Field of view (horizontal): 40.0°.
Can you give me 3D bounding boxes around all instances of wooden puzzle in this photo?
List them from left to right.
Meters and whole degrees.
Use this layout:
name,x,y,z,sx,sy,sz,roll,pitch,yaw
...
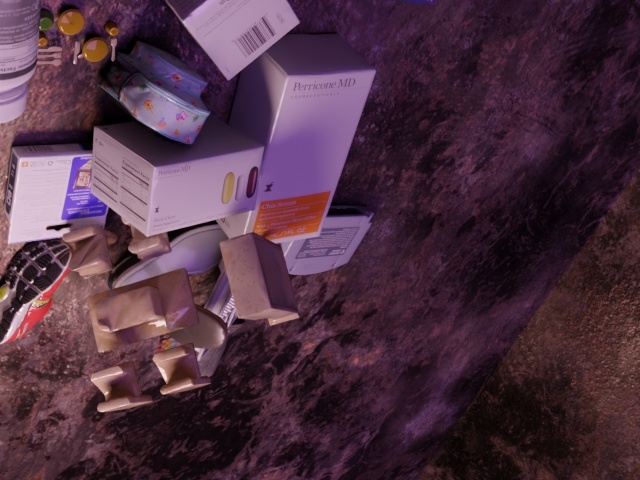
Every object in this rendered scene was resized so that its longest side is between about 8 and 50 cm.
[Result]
name,x,y,z,sx,sy,sz,roll,pitch,yaw
wooden puzzle,-0.398,0.270,2.272,0.049,0.006,0.083,-13,137,-32

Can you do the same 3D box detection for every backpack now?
name,x,y,z,sx,sy,sz,roll,pitch,yaw
backpack,-0.290,-0.267,1.616,0.144,0.188,0.166,-49,143,14

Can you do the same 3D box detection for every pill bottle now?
name,x,y,z,sx,sy,sz,roll,pitch,yaw
pill bottle,-0.518,-0.336,1.359,0.161,0.161,0.283,-11,137,-34

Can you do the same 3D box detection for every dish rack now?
name,x,y,z,sx,sy,sz,roll,pitch,yaw
dish rack,-0.211,0.104,2.116,0.333,0.072,0.285,-60,175,27

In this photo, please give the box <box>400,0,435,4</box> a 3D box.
name,x,y,z,sx,sy,sz,roll,pitch,yaw
box,0.157,-0.570,1.756,0.207,0.108,0.153,-7,135,-38

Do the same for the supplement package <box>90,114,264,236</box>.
name,x,y,z,sx,sy,sz,roll,pitch,yaw
supplement package,-0.277,-0.138,1.707,0.262,0.204,0.145,-17,128,-42

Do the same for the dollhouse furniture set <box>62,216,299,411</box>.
name,x,y,z,sx,sy,sz,roll,pitch,yaw
dollhouse furniture set,-0.274,0.124,1.814,0.394,0.362,0.256,-17,170,9

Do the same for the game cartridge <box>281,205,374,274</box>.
name,x,y,z,sx,sy,sz,roll,pitch,yaw
game cartridge,0.000,0.000,2.264,0.294,0.060,0.196,-3,127,-51

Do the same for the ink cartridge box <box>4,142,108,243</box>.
name,x,y,z,sx,sy,sz,roll,pitch,yaw
ink cartridge box,-0.511,-0.096,1.729,0.206,0.045,0.208,-9,133,-38

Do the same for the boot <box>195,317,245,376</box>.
name,x,y,z,sx,sy,sz,roll,pitch,yaw
boot,-0.310,0.276,2.316,0.189,0.076,0.208,9,130,-45

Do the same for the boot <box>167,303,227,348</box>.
name,x,y,z,sx,sy,sz,roll,pitch,yaw
boot,-0.316,0.161,1.997,0.115,0.305,0.112,-27,123,-50

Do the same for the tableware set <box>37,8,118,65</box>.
name,x,y,z,sx,sy,sz,roll,pitch,yaw
tableware set,-0.428,-0.360,1.537,0.154,0.024,0.104,-11,133,-33

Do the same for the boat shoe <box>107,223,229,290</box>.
name,x,y,z,sx,sy,sz,roll,pitch,yaw
boat shoe,-0.343,0.038,1.998,0.302,0.091,0.114,-25,117,-23

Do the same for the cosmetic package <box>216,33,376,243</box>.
name,x,y,z,sx,sy,sz,roll,pitch,yaw
cosmetic package,-0.071,-0.208,1.905,0.230,0.161,0.453,-12,136,-34

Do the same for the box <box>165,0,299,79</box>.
name,x,y,z,sx,sy,sz,roll,pitch,yaw
box,-0.165,-0.429,1.610,0.181,0.119,0.182,-39,144,1

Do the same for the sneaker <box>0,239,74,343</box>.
name,x,y,z,sx,sy,sz,roll,pitch,yaw
sneaker,-0.602,0.103,1.849,0.279,0.107,0.118,-47,163,16
